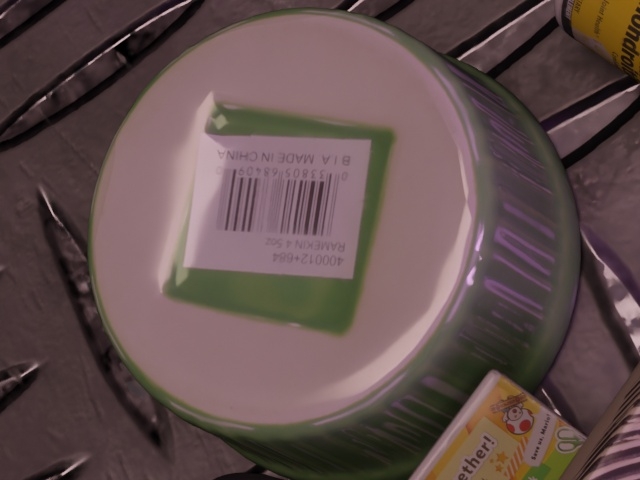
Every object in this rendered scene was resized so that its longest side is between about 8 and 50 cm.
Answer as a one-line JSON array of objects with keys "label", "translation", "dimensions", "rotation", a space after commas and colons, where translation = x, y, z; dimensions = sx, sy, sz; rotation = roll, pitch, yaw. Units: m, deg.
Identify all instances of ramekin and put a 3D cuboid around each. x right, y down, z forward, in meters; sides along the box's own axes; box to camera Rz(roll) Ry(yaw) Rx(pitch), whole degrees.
[{"label": "ramekin", "translation": [0.000, 0.000, 1.131], "dimensions": [0.303, 0.148, 0.303], "rotation": [-6, 75, 22]}]

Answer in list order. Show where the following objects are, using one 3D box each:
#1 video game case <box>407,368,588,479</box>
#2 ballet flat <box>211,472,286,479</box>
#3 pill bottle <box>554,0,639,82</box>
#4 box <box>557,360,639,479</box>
[{"label": "video game case", "translation": [0.117, 0.226, 1.053], "dimensions": [0.206, 0.026, 0.227], "rotation": [37, 93, 4]}, {"label": "ballet flat", "translation": [-0.007, 0.200, 1.130], "dimensions": [0.203, 0.074, 0.074], "rotation": [25, 88, 27]}, {"label": "pill bottle", "translation": [0.241, -0.127, 1.084], "dimensions": [0.184, 0.103, 0.103], "rotation": [38, 94, 27]}, {"label": "box", "translation": [0.164, 0.188, 0.988], "dimensions": [0.113, 0.094, 0.275], "rotation": [33, 92, 3]}]
